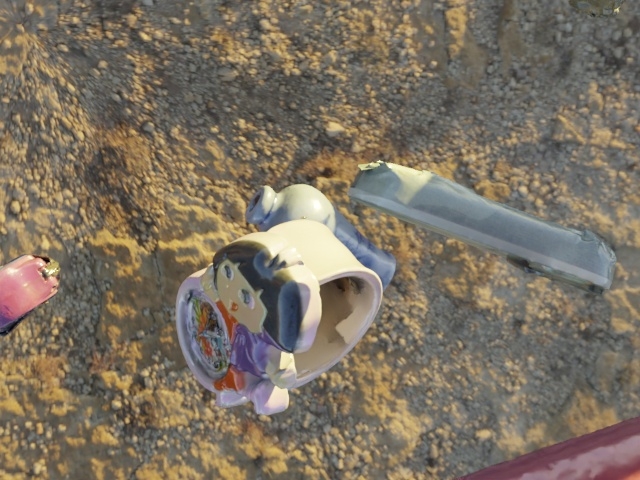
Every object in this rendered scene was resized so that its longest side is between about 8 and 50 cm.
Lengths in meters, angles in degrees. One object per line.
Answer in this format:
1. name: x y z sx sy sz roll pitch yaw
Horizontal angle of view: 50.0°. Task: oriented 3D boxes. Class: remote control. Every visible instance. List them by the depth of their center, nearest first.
1. remote control: 0.145 -0.013 0.618 0.247 0.104 0.052 21 91 1

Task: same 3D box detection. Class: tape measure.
1. tape measure: -0.378 0.065 0.846 0.125 0.118 0.074 -37 101 -21

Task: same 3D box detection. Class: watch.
1. watch: -0.025 0.081 0.808 0.231 0.196 0.244 -9 135 -39

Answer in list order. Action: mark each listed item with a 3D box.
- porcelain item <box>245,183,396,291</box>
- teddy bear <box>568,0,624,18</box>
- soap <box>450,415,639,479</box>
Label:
1. porcelain item: 0.000 0.000 1.128 0.259 0.141 0.141 29 93 -21
2. teddy bear: 0.645 -0.542 1.159 0.367 0.357 0.224 -63 149 -4
3. soap: 0.260 0.240 0.465 0.360 0.128 0.233 -14 108 -12
